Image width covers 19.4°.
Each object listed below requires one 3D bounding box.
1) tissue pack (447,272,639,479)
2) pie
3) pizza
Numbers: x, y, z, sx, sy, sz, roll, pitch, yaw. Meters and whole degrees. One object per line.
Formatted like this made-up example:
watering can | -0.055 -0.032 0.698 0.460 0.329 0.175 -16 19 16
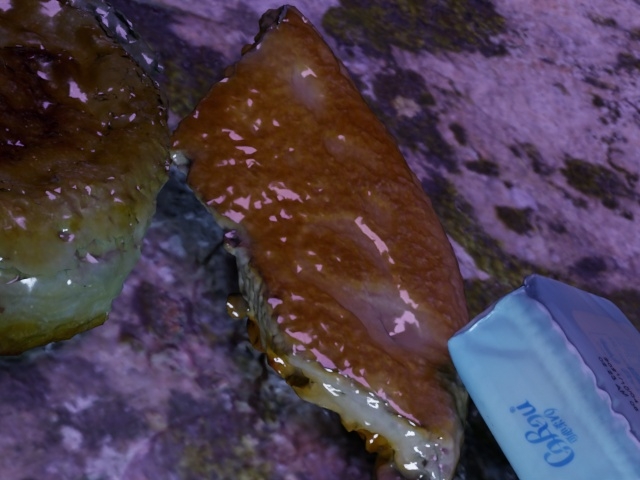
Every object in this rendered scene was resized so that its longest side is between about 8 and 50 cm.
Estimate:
tissue pack | 0.192 0.151 1.099 0.263 0.089 0.177 56 16 21
pie | -0.232 -0.078 1.068 0.288 0.103 0.354 24 44 -20
pizza | 0.000 0.000 1.156 0.182 0.074 0.365 -5 60 -36
